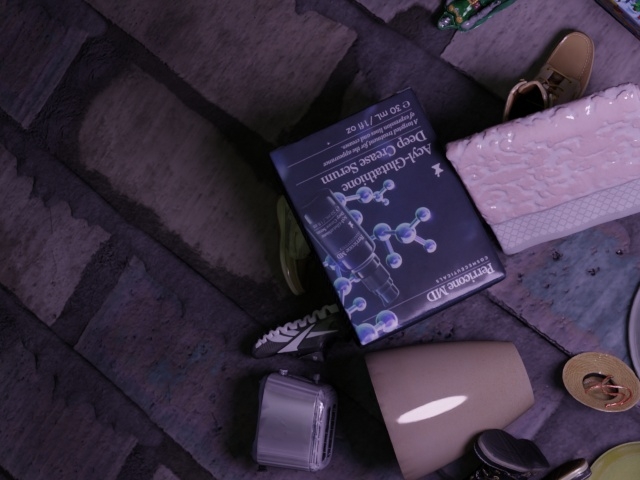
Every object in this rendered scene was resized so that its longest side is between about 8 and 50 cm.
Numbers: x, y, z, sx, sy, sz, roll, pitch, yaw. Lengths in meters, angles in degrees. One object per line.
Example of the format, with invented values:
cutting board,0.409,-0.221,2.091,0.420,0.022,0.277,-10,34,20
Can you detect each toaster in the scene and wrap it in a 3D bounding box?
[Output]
toaster,-0.052,0.378,1.910,0.147,0.129,0.226,7,89,17

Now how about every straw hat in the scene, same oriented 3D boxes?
straw hat,0.517,0.281,1.746,0.145,0.144,0.061,15,136,19

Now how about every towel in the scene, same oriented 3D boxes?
towel,0.429,-0.117,1.678,0.332,0.317,0.053,-18,47,19

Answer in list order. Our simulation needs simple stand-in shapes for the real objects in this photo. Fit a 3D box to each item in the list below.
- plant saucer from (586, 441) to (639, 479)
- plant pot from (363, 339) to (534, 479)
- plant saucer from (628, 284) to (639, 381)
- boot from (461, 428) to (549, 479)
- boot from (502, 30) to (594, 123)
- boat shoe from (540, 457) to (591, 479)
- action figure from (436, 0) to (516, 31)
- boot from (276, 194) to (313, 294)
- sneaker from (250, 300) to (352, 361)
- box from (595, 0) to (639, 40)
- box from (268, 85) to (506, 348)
plant saucer,0.596,0.487,1.709,0.241,0.037,0.240,-6,78,28
plant pot,0.249,0.291,1.765,0.274,0.256,0.256,-19,82,2
plant saucer,0.747,0.170,1.645,0.401,0.100,0.400,-1,86,20
boot,0.306,0.437,1.736,0.178,0.236,0.085,-43,54,18
boot,0.417,-0.280,1.727,0.095,0.203,0.262,32,99,17
boat shoe,0.427,0.494,1.769,0.223,0.080,0.073,-42,81,19
action figure,0.325,-0.487,1.846,0.232,0.063,0.137,-37,80,18
boot,0.000,0.000,1.934,0.165,0.077,0.213,-8,85,16
sneaker,-0.036,0.211,1.936,0.234,0.078,0.106,-26,77,15
box,0.589,-0.393,1.695,0.233,0.159,0.044,47,104,15
box,0.119,-0.034,1.774,0.294,0.212,0.395,-26,83,-2
